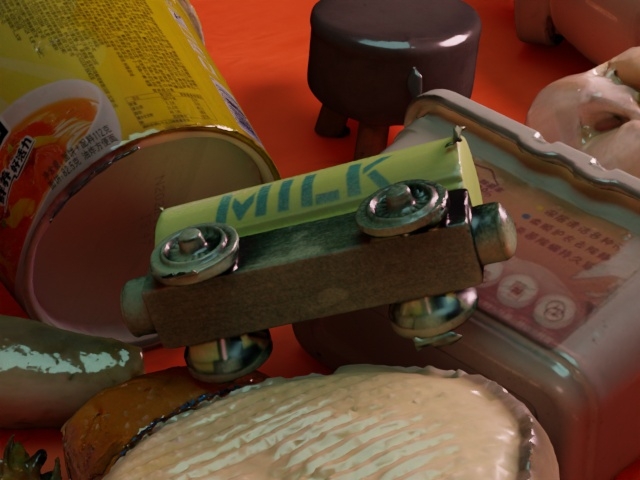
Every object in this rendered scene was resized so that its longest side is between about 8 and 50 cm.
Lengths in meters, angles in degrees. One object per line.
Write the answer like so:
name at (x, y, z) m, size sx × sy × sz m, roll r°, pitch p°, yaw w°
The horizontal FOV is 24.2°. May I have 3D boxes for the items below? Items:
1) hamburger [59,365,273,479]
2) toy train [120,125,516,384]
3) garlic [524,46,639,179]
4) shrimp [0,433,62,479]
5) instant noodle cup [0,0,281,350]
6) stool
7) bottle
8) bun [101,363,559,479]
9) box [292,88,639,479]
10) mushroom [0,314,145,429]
hamburger at (-0.108, 0.121, 0.969) m, size 0.102 × 0.087 × 0.176 m, roll 30°, pitch 44°, yaw 34°
toy train at (0.000, 0.000, 0.961) m, size 0.253 × 0.105 × 0.157 m, roll -13°, pitch 29°, yaw 13°
garlic at (0.288, -0.046, 1.177) m, size 0.281 × 0.203 × 0.185 m, roll 33°, pitch 81°, yaw 17°
shrimp at (-0.215, 0.187, 0.892) m, size 0.115 × 0.051 × 0.217 m, roll 4°, pitch 35°, yaw 6°
instant noodle cup at (-0.160, -0.052, 1.111) m, size 0.264 × 0.264 × 0.200 m, roll -16°, pitch 46°, yaw -27°
stool at (0.071, -0.163, 1.386) m, size 0.153 × 0.139 × 0.228 m, roll 11°, pitch 32°, yaw 11°
bottle at (0.299, -0.290, 1.543) m, size 0.229 × 0.229 × 0.352 m, roll -13°, pitch 35°, yaw -24°
bun at (0.000, 0.184, 0.825) m, size 0.287 × 0.146 × 0.287 m, roll -10°, pitch 23°, yaw 4°
box at (0.127, 0.045, 1.050) m, size 0.312 × 0.175 × 0.182 m, roll 29°, pitch 50°, yaw 35°
mushroom at (-0.289, 0.086, 1.015) m, size 0.333 × 0.087 × 0.107 m, roll -1°, pitch 36°, yaw -13°
